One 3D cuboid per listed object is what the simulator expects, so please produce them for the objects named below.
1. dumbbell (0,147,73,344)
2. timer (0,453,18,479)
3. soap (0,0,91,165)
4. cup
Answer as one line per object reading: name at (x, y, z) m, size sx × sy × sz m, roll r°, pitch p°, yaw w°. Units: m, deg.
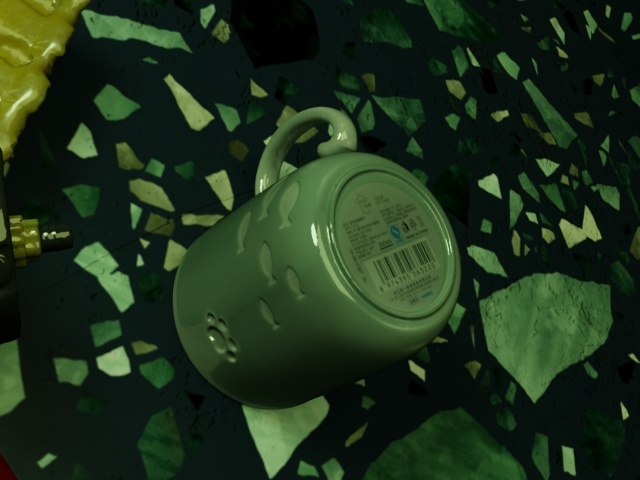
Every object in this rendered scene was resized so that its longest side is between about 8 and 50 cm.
dumbbell at (-0.410, 0.015, 0.761) m, size 0.388 × 0.185 × 0.185 m, roll -6°, pitch 73°, yaw -20°
timer at (-0.391, 0.274, 0.641) m, size 0.377 × 0.279 × 0.378 m, roll 17°, pitch 58°, yaw -29°
soap at (-0.437, -0.225, 0.919) m, size 0.335 × 0.156 × 0.294 m, roll 27°, pitch 59°, yaw -26°
cup at (0.000, 0.000, 1.073) m, size 0.259 × 0.274 × 0.357 m, roll 11°, pitch 64°, yaw -35°
